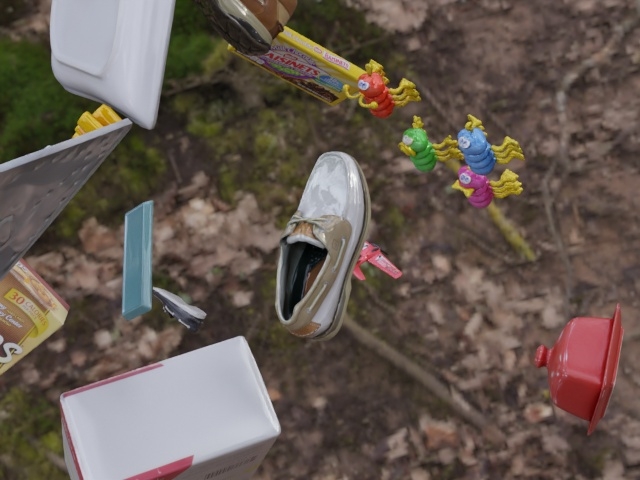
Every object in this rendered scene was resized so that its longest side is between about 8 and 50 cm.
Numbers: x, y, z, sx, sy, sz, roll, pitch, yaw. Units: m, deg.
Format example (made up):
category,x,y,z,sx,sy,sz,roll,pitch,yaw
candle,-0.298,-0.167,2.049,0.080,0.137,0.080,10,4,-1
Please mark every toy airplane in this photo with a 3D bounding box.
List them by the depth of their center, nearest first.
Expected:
category,x,y,z,sx,sy,sz,roll,pitch,yaw
toy airplane,0.087,0.037,2.158,0.028,0.151,0.151,-56,1,28

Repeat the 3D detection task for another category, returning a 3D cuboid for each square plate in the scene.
category,x,y,z,sx,sy,sz,roll,pitch,yaw
square plate,-0.229,-0.315,1.201,0.049,0.344,0.347,3,13,-29

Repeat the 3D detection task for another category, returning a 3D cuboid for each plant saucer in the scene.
category,x,y,z,sx,sy,sz,roll,pitch,yaw
plant saucer,-0.294,0.030,1.771,0.018,0.192,0.067,20,-33,-39

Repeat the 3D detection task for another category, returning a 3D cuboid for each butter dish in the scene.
category,x,y,z,sx,sy,sz,roll,pitch,yaw
butter dish,0.379,0.184,1.648,0.118,0.160,0.160,11,55,13

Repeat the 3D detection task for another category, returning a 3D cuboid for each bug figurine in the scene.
category,x,y,z,sx,sy,sz,roll,pitch,yaw
bug figurine,0.159,-0.133,1.501,0.072,0.216,0.279,-48,51,-7

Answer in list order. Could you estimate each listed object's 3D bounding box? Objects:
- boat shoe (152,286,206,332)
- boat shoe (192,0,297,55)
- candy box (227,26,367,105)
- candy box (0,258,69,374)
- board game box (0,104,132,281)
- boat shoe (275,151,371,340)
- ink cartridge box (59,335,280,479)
category,x,y,z,sx,sy,sz,roll,pitch,yaw
boat shoe,-0.250,0.119,1.918,0.125,0.038,0.046,27,5,30
boat shoe,-0.163,-0.407,1.549,0.120,0.324,0.122,-48,21,-10
candy box,-0.033,-0.278,1.723,0.105,0.206,0.027,-24,47,53
candy box,-0.599,0.155,1.836,0.316,0.183,0.087,-38,18,9
board game box,-0.448,-0.001,1.406,0.390,0.050,0.390,-45,-1,23
boat shoe,0.000,0.000,1.709,0.113,0.302,0.103,0,-13,33
ink cartridge box,-0.240,0.313,1.679,0.279,0.160,0.385,-17,-19,-19
